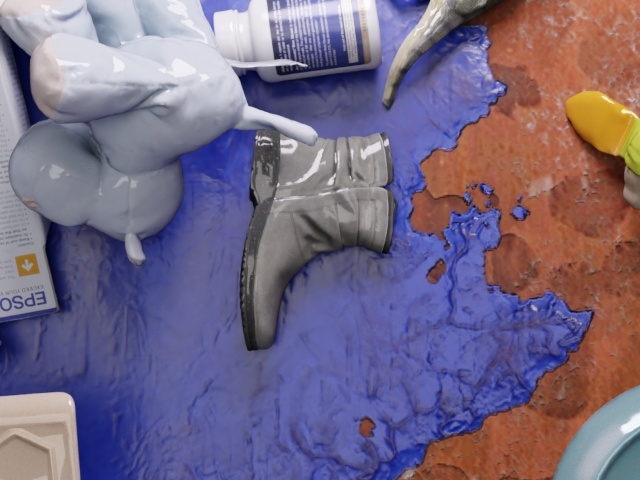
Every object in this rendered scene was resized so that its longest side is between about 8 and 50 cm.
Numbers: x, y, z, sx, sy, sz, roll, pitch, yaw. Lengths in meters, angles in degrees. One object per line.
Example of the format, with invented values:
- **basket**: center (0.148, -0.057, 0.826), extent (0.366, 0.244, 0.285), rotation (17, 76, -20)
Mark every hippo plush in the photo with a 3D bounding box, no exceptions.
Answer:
- **hippo plush**: center (-0.191, -0.126, 1.194), extent (0.294, 0.237, 0.234), rotation (11, 44, -20)

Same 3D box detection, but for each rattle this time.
- **rattle**: center (0.387, -0.118, 1.265), extent (0.199, 0.143, 0.130), rotation (-23, 118, -15)

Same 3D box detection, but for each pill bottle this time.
- **pill bottle**: center (-0.024, -0.218, 1.252), extent (0.169, 0.094, 0.094), rotation (-8, 85, 1)

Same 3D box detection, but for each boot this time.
- **boot**: center (0.000, 0.000, 1.246), extent (0.161, 0.083, 0.247), rotation (6, 87, -4)

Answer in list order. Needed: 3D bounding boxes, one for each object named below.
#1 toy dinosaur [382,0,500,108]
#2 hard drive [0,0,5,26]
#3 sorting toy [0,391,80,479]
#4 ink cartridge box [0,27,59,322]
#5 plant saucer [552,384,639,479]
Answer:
- **toy dinosaur**: center (0.136, -0.275, 1.272), extent (0.268, 0.064, 0.118), rotation (-42, 92, 2)
- **hard drive**: center (-0.333, -0.331, 1.175), extent (0.047, 0.353, 0.233), rotation (-10, 84, 45)
- **sorting toy**: center (-0.315, 0.250, 1.092), extent (0.193, 0.038, 0.208), rotation (-4, 86, -3)
- **ink cartridge box**: center (-0.462, -0.060, 1.254), extent (0.324, 0.071, 0.330), rotation (-10, 102, 1)
- **plant saucer**: center (0.396, 0.299, 1.226), extent (0.317, 0.044, 0.318), rotation (0, 85, 1)
